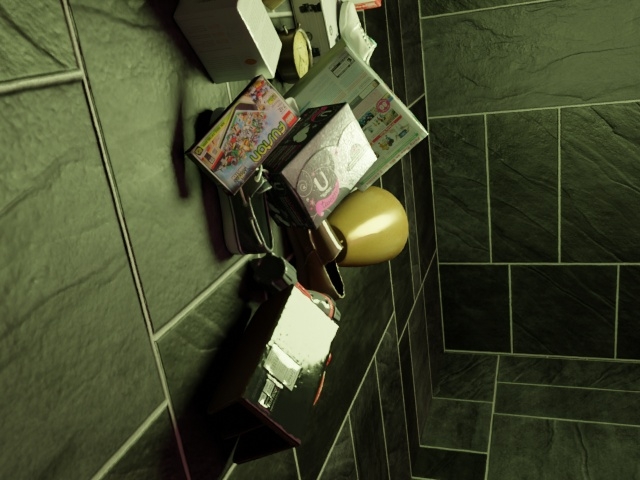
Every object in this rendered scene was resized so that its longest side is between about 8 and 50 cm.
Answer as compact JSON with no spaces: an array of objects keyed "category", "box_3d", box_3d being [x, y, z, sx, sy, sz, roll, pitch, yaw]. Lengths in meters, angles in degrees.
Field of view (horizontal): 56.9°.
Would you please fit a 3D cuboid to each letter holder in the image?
[{"category":"letter holder","box_3d":[-0.119,0.275,1.217,0.152,0.214,0.302,44,39,-18]}]

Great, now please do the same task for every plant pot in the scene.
[{"category":"plant pot","box_3d":[0.092,-0.016,1.686,0.254,0.237,0.237,-25,113,-55]}]

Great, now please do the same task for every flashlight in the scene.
[{"category":"flashlight","box_3d":[-0.049,0.130,1.386,0.304,0.103,0.103,52,14,-56]}]

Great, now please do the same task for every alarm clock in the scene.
[{"category":"alarm clock","box_3d":[-0.065,-0.434,1.463,0.129,0.064,0.192,-49,132,-61]}]

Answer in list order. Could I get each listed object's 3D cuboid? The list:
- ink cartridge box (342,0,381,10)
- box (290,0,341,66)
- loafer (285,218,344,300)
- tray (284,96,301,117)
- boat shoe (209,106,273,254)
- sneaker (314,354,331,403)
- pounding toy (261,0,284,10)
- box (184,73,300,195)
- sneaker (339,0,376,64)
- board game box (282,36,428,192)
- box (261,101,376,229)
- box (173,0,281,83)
[{"category":"ink cartridge box","box_3d":[0.103,-0.871,1.858,0.273,0.114,0.197,-4,94,-69]},{"category":"box","box_3d":[-0.005,-0.615,1.598,0.169,0.087,0.290,-63,146,-51]},{"category":"loafer","box_3d":[0.000,0.000,1.529,0.134,0.130,0.366,-53,138,-59]},{"category":"tray","box_3d":[-0.071,-0.180,1.373,0.145,0.030,0.270,-36,115,-31]},{"category":"boat shoe","box_3d":[-0.147,-0.115,1.175,0.108,0.102,0.301,-37,124,-65]},{"category":"sneaker","box_3d":[-0.007,0.346,1.566,0.128,0.087,0.221,55,41,-55]},{"category":"pounding toy","box_3d":[-0.088,-0.593,1.332,0.100,0.141,0.130,31,56,-33]},{"category":"box","box_3d":[-0.141,-0.196,1.100,0.114,0.036,0.207,45,71,-23]},{"category":"sneaker","box_3d":[0.107,-0.555,1.639,0.080,0.094,0.212,-35,122,-65]},{"category":"board game box","box_3d":[0.079,-0.299,1.446,0.303,0.224,0.097,41,18,-25]},{"category":"box","box_3d":[-0.017,-0.163,1.304,0.247,0.142,0.163,-49,123,-26]},{"category":"box","box_3d":[-0.166,-0.386,1.094,0.170,0.130,0.091,59,36,-56]}]
